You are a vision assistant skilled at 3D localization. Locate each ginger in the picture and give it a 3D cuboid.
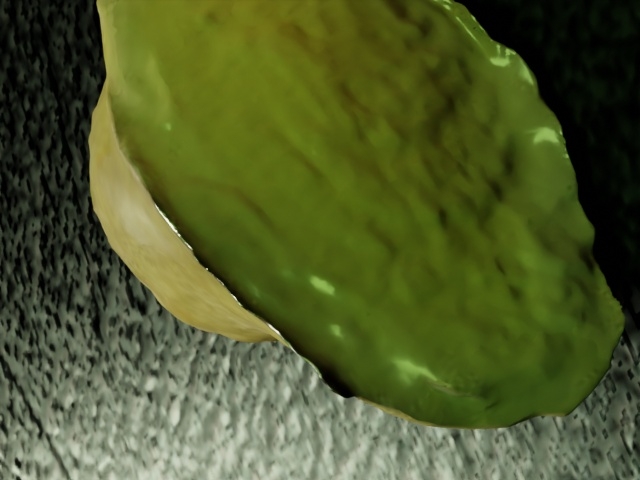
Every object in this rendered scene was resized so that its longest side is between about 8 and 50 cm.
[{"bbox_3d":[0.003,0.001,0.599,0.193,0.115,0.122,51,149,25],"label":"ginger"}]
